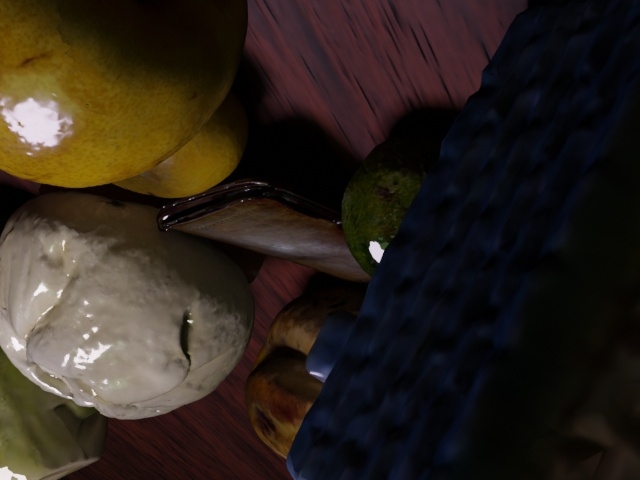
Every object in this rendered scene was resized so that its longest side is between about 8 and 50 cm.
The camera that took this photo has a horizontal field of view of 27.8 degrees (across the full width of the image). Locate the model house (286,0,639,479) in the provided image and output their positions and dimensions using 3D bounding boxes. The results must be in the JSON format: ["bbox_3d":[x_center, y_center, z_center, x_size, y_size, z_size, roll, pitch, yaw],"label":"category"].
[{"bbox_3d":[0.231,0.058,0.785,0.400,0.395,0.445,19,172,30],"label":"model house"}]

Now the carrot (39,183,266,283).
[{"bbox_3d":[-0.159,-0.022,1.205,0.225,0.067,0.067,21,157,-9],"label":"carrot"}]

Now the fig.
[{"bbox_3d":[0.075,-0.027,0.997,0.123,0.123,0.156,22,-164,-8],"label":"fig"}]

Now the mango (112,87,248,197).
[{"bbox_3d":[-0.131,-0.083,1.015,0.137,0.098,0.195,19,162,-10],"label":"mango"}]

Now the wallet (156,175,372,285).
[{"bbox_3d":[0.000,0.000,1.105,0.137,0.031,0.255,-11,159,42],"label":"wallet"}]

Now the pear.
[{"bbox_3d":[-0.157,-0.133,0.794,0.209,0.209,0.209,16,156,7],"label":"pear"}]

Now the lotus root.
[{"bbox_3d":[0.020,0.134,1.259,0.193,0.193,0.291,28,168,-20],"label":"lotus root"}]

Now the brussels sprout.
[{"bbox_3d":[-0.370,0.119,1.368,0.354,0.289,0.281,55,160,20],"label":"brussels sprout"}]

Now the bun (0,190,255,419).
[{"bbox_3d":[-0.183,0.076,1.161,0.259,0.160,0.259,10,154,5],"label":"bun"}]
